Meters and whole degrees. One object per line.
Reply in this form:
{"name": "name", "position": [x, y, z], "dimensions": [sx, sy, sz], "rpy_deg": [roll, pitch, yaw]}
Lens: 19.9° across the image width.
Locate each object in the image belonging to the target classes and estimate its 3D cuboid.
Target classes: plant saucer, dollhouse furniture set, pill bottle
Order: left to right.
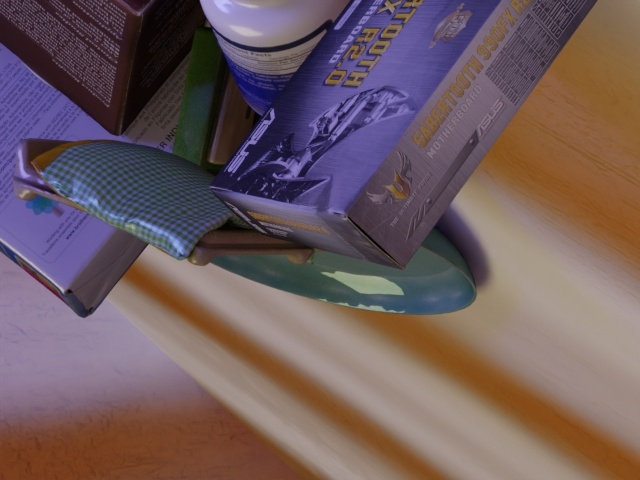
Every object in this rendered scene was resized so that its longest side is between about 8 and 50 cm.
{"name": "dollhouse furniture set", "position": [-0.070, -0.080, 1.428], "dimensions": [0.197, 0.151, 0.301], "rpy_deg": [19, -170, 30]}
{"name": "pill bottle", "position": [-0.029, -0.176, 1.340], "dimensions": [0.112, 0.112, 0.187], "rpy_deg": [33, 164, 25]}
{"name": "plant saucer", "position": [0.000, 0.000, 1.757], "dimensions": [0.317, 0.044, 0.317], "rpy_deg": [14, 163, 4]}

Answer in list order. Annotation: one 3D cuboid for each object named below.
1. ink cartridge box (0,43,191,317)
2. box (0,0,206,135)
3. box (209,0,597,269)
{"name": "ink cartridge box", "position": [-0.306, -0.153, 1.790], "dimensions": [0.395, 0.270, 0.151], "rpy_deg": [38, 168, 7]}
{"name": "box", "position": [-0.192, -0.235, 1.530], "dimensions": [0.191, 0.143, 0.381], "rpy_deg": [39, 164, -1]}
{"name": "box", "position": [0.052, -0.097, 1.129], "dimensions": [0.056, 0.231, 0.183], "rpy_deg": [42, 167, -26]}
